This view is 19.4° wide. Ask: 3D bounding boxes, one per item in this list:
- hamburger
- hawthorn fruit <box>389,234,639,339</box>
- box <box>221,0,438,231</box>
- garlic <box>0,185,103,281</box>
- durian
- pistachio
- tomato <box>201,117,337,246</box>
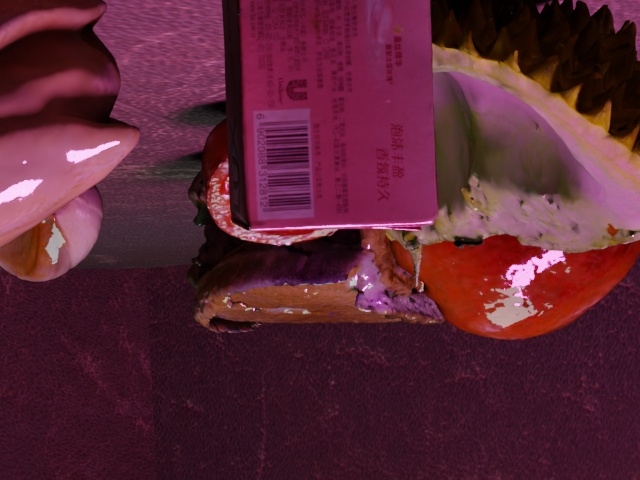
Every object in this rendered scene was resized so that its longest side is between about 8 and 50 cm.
[{"bbox_3d":[0.000,0.000,1.962,0.277,0.195,0.318,-2,175,23],"label":"hamburger"},{"bbox_3d":[0.194,-0.035,1.636,0.261,0.224,0.224,-30,166,21],"label":"hawthorn fruit"},{"bbox_3d":[0.005,-0.080,1.009,0.111,0.156,0.060,-2,-172,-11],"label":"box"},{"bbox_3d":[-0.323,-0.011,2.119,0.207,0.115,0.128,-3,-176,43],"label":"garlic"},{"bbox_3d":[0.086,-0.066,1.159,0.157,0.169,0.355,-4,176,-24],"label":"durian"},{"bbox_3d":[-0.239,-0.055,1.016,0.293,0.162,0.181,-22,-176,21],"label":"pistachio"},{"bbox_3d":[-0.035,-0.073,1.609,0.139,0.091,0.159,-13,149,4],"label":"tomato"}]
